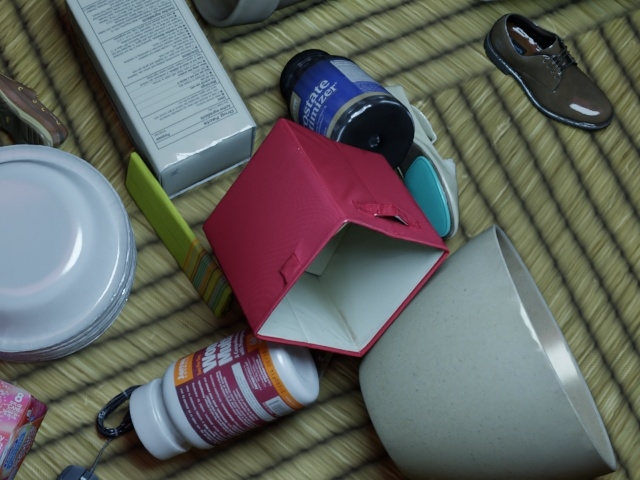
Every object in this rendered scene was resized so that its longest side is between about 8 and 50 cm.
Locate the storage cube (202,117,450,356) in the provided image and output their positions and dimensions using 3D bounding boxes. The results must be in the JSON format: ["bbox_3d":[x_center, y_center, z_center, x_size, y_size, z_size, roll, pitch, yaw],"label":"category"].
[{"bbox_3d":[0.000,0.000,1.286,0.183,0.215,0.193,15,33,-41],"label":"storage cube"}]

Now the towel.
[{"bbox_3d":[-0.190,-0.008,1.439,0.021,0.102,0.237,-31,78,-27],"label":"towel"}]

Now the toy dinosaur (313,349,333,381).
[{"bbox_3d":[0.046,0.093,1.437,0.118,0.064,0.268,13,87,-25],"label":"toy dinosaur"}]

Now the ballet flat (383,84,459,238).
[{"bbox_3d":[0.146,-0.119,1.515,0.086,0.086,0.248,-27,77,-12],"label":"ballet flat"}]

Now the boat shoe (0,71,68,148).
[{"bbox_3d":[-0.431,-0.191,1.499,0.178,0.064,0.060,43,44,7],"label":"boat shoe"}]

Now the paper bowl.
[{"bbox_3d":[-0.390,0.010,1.394,0.284,0.148,0.284,1,74,-3],"label":"paper bowl"}]

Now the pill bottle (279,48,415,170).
[{"bbox_3d":[0.028,-0.179,1.451,0.122,0.123,0.219,-26,39,-12],"label":"pill bottle"}]

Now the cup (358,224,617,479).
[{"bbox_3d":[0.190,0.179,1.331,0.237,0.331,0.331,-28,76,14],"label":"cup"}]

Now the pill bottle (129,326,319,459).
[{"bbox_3d":[-0.123,0.190,1.343,0.221,0.121,0.121,-26,76,13],"label":"pill bottle"}]

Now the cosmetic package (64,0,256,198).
[{"bbox_3d":[-0.224,-0.227,1.485,0.153,0.129,0.296,-26,77,-13],"label":"cosmetic package"}]

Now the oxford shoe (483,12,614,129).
[{"bbox_3d":[0.341,-0.247,1.556,0.227,0.096,0.083,39,73,5],"label":"oxford shoe"}]

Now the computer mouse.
[{"bbox_3d":[-0.293,0.291,1.373,0.071,0.041,0.242,28,73,5],"label":"computer mouse"}]

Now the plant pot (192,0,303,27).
[{"bbox_3d":[-0.030,-0.477,1.506,0.280,0.323,0.323,-10,74,-24],"label":"plant pot"}]

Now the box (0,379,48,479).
[{"bbox_3d":[-0.491,0.207,1.336,0.257,0.128,0.123,23,73,3],"label":"box"}]
